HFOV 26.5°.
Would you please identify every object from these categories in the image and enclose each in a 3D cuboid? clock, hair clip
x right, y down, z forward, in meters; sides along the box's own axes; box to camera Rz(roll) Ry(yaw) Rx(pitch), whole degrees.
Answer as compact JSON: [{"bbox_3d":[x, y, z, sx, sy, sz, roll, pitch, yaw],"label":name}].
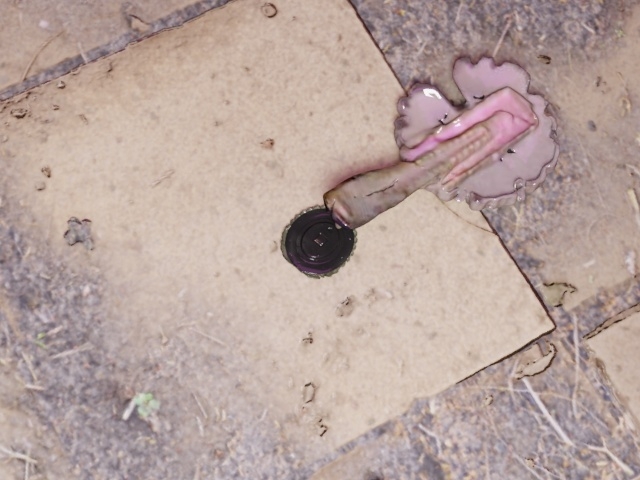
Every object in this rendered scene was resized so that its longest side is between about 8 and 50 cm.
[{"bbox_3d":[0.000,0.000,1.408,0.074,0.010,0.083,40,70,9],"label":"clock"},{"bbox_3d":[0.117,-0.083,1.423,0.300,0.069,0.173,-30,76,-27],"label":"hair clip"}]
